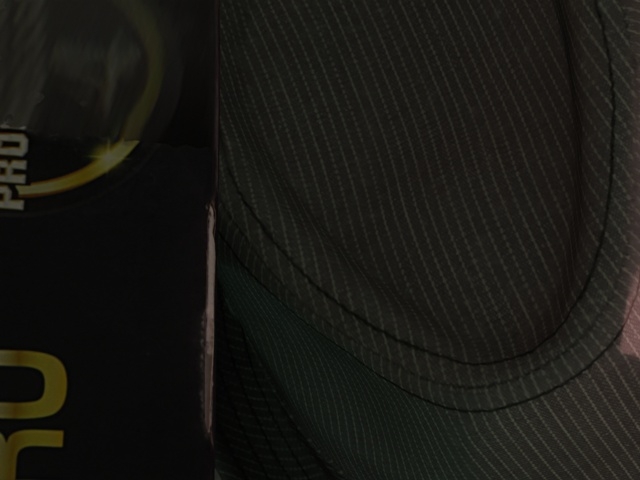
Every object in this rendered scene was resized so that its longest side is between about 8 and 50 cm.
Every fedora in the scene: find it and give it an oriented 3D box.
[{"bbox_3d":[0.047,-0.018,0.558,0.124,0.244,0.275,41,30,-58],"label":"fedora"}]

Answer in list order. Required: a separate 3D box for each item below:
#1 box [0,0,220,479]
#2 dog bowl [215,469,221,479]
[{"bbox_3d":[-0.078,0.161,0.501,0.395,0.097,0.318,101,-8,-60],"label":"box"},{"bbox_3d":[0.011,0.197,1.322,0.265,0.265,0.104,-70,177,-47],"label":"dog bowl"}]
